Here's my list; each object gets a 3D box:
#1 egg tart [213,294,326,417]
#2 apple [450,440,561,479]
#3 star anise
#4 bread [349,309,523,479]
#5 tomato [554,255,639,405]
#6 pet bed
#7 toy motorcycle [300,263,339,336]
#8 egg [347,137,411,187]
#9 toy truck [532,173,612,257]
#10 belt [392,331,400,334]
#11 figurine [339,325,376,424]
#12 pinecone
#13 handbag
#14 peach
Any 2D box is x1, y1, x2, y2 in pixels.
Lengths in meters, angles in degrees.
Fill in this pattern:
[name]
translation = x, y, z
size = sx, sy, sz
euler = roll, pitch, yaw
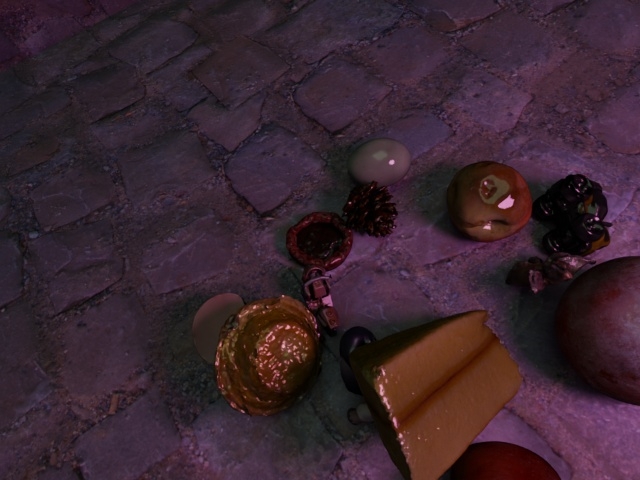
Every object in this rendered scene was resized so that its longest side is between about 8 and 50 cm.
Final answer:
[egg tart]
translation = -0.103, 0.269, 0.941
size = 0.295, 0.116, 0.294
euler = 7, 76, -29
[apple]
translation = 0.351, 0.502, 0.761
size = 0.202, 0.218, 0.218
euler = 6, 64, 17
[star anise]
translation = 0.550, 0.067, 0.968
size = 0.172, 0.208, 0.063
euler = -24, 88, 8
[bread]
translation = 0.267, 0.274, 0.797
size = 0.362, 0.245, 0.233
euler = -21, 84, -9
[tomato]
translation = 0.674, 0.188, 0.843
size = 0.318, 0.282, 0.315
euler = -3, 75, 11
[pet bed]
translation = 0.000, 0.000, 1.180
size = 0.202, 0.053, 0.201
euler = -2, 65, 4
[toy motorcycle]
translation = -0.003, 0.149, 1.063
size = 0.084, 0.118, 0.212
euler = -16, 60, -15
[egg]
translation = 0.177, -0.233, 1.215
size = 0.193, 0.149, 0.149
euler = -12, 61, 13
[toy truck]
translation = 0.684, -0.060, 1.051
size = 0.166, 0.147, 0.224
euler = 6, 65, -12
[belt]
translation = 0.257, 0.292, 0.964
size = 0.163, 0.082, 0.147
euler = -3, 58, 7
[figurine]
translation = 0.104, 0.316, 0.950
size = 0.146, 0.145, 0.222
euler = -11, 63, 4
[pinecone]
translation = 0.146, -0.084, 1.147
size = 0.174, 0.173, 0.173
euler = -4, 62, 8
[handbag]
translation = -0.226, 0.247, 1.052
size = 0.180, 0.116, 0.204
euler = -28, 61, -5
[peach]
translation = 0.448, -0.121, 1.079
size = 0.215, 0.214, 0.235
euler = -5, 55, 7
